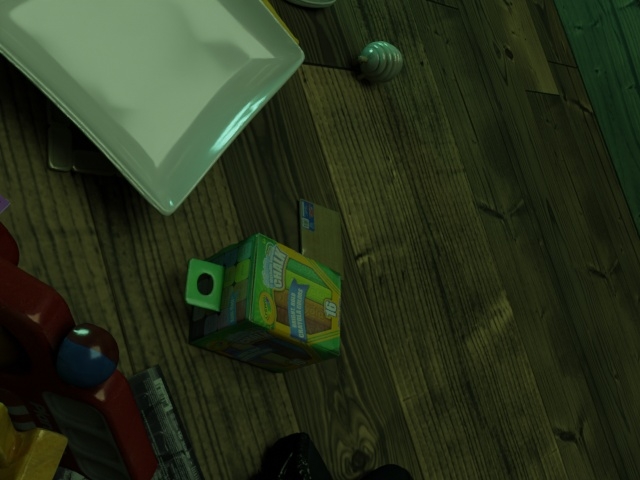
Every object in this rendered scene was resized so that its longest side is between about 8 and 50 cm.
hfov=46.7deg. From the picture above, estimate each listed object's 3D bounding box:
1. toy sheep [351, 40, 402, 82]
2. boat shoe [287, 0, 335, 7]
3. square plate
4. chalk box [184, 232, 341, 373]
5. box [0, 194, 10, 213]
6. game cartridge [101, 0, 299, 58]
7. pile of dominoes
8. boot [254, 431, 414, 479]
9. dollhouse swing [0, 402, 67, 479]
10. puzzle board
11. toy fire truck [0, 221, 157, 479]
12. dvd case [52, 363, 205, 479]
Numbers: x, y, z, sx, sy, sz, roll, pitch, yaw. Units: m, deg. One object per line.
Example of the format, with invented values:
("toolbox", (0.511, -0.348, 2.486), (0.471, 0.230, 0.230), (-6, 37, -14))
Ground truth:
("toy sheep", (0.116, -0.359, 1.494), (0.132, 0.091, 0.091), (-16, 85, -50))
("boat shoe", (-0.067, -0.533, 1.358), (0.320, 0.103, 0.118), (22, 57, -41))
("square plate", (-0.223, -0.264, 0.958), (0.344, 0.049, 0.347), (47, 57, -20))
("chalk box", (-0.089, 0.084, 1.017), (0.213, 0.132, 0.132), (27, 53, -38))
("box", (-0.466, -0.007, 0.695), (0.201, 0.057, 0.293), (48, 43, -21))
("game cartridge", (-0.204, -0.310, 1.044), (0.324, 0.052, 0.285), (50, 57, -20))
("pile of dominoes", (-0.282, -0.200, 1.016), (0.196, 0.040, 0.251), (6, 74, -38))
("boot", (0.023, 0.347, 1.045), (0.246, 0.094, 0.207), (-43, 109, -43))
("dollhouse swing", (-0.409, 0.244, 0.446), (0.347, 0.315, 0.305), (36, 43, -39))
("puzzle board", (0.000, 0.000, 1.253), (0.096, 0.011, 0.128), (18, 59, -41))
("toy fire truck", (-0.278, 0.106, 0.659), (0.302, 0.253, 0.169), (90, 19, -43))
("dvd case", (-0.243, 0.258, 0.851), (0.221, 0.018, 0.165), (-21, 89, -51))
